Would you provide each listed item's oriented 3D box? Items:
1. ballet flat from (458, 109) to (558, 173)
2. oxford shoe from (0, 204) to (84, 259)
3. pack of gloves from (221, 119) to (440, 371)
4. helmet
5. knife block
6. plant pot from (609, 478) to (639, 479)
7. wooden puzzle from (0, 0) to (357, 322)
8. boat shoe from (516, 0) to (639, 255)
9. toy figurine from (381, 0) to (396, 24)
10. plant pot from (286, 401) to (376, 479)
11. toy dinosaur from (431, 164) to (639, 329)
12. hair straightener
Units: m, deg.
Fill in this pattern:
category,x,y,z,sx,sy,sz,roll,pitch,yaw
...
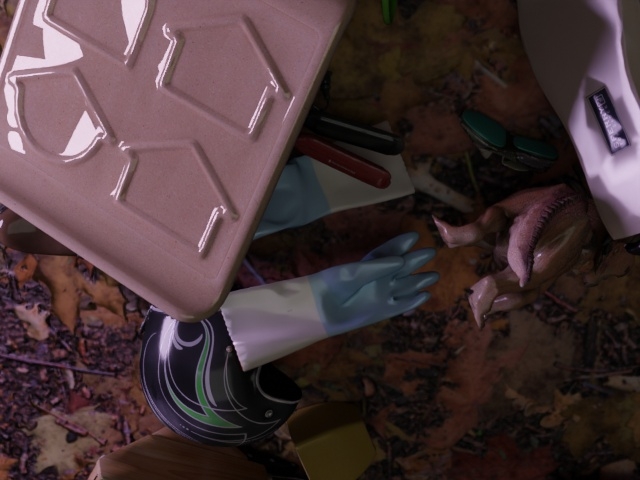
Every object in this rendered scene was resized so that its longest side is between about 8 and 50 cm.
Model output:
category,x,y,z,sx,sy,sz,roll,pitch,yaw
ballet flat,0.190,-0.097,1.156,0.114,0.041,0.041,22,111,-8
oxford shoe,-0.235,-0.015,1.157,0.227,0.096,0.082,-3,114,3
pack of gloves,0.000,0.000,1.114,0.232,0.046,0.195,-19,87,-11
helmet,-0.107,0.139,1.186,0.169,0.169,0.161,-5,97,2
knife block,-0.105,0.308,1.219,0.242,0.276,0.088,36,110,17
plant pot,0.429,0.421,1.266,0.252,0.247,0.247,-7,113,-15
wooden puzzle,-0.158,-0.145,1.063,0.322,0.080,0.347,31,107,16
boat shoe,0.309,-0.153,1.079,0.127,0.158,0.340,-24,78,47
toy figurine,-0.005,-0.295,1.044,0.159,0.130,0.173,5,91,8
plant pot,0.015,0.231,1.269,0.083,0.081,0.081,-23,111,-2
toy dinosaur,0.227,-0.007,1.097,0.200,0.296,0.127,-23,81,7
hair straightener,-0.021,-0.134,1.130,0.230,0.047,0.089,22,69,7
